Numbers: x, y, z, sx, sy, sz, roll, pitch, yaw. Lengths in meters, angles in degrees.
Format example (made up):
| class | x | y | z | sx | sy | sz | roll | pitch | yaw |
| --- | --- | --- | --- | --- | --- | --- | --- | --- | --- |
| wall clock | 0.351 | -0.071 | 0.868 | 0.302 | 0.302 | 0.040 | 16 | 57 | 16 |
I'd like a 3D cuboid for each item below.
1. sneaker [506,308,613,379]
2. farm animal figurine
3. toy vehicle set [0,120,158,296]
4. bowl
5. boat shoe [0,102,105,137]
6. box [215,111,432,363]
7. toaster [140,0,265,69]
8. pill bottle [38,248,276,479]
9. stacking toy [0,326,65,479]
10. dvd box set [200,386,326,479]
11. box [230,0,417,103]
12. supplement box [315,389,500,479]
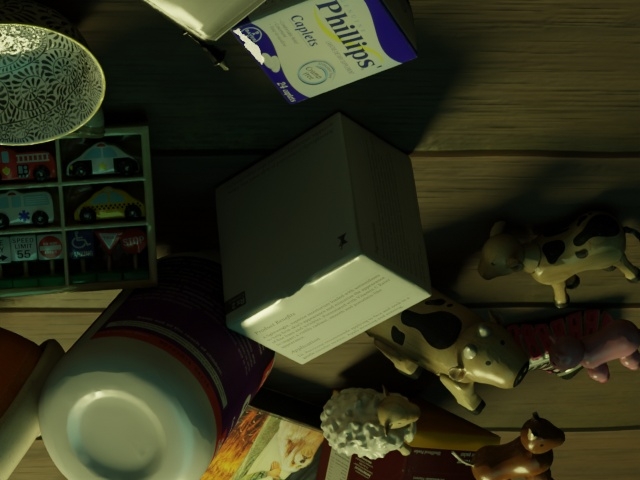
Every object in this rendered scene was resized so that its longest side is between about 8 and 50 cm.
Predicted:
| class | x | y | z | sx | sy | sz | roll | pitch | yaw |
| --- | --- | --- | --- | --- | --- | --- | --- | --- | --- |
| sneaker | 0.271 | 0.136 | 2.229 | 0.170 | 0.063 | 0.075 | -15 | 137 | 5 |
| farm animal figurine | 0.180 | 0.100 | 2.045 | 0.327 | 0.330 | 0.172 | 9 | 156 | 30 |
| toy vehicle set | -0.299 | -0.028 | 1.863 | 0.267 | 0.035 | 0.166 | -4 | 104 | -3 |
| bowl | -0.284 | -0.170 | 1.716 | 0.170 | 0.080 | 0.170 | -4 | 143 | -3 |
| boat shoe | -0.286 | -0.114 | 1.806 | 0.153 | 0.056 | 0.048 | -8 | 110 | -7 |
| box | 0.000 | 0.000 | 1.904 | 0.181 | 0.182 | 0.119 | -30 | 140 | 30 |
| toaster | -0.112 | -0.267 | 1.532 | 0.110 | 0.168 | 0.186 | -31 | 136 | 30 |
| pill bottle | -0.153 | 0.127 | 1.928 | 0.181 | 0.323 | 0.181 | 6 | 114 | 15 |
| stacking toy | -0.532 | 0.126 | 1.914 | 0.480 | 0.350 | 0.350 | 38 | 131 | -9 |
| dvd box set | -0.099 | 0.384 | 2.397 | 0.307 | 0.062 | 0.420 | 23 | 114 | -33 |
| box | 0.002 | -0.206 | 1.713 | 0.137 | 0.072 | 0.126 | -20 | 142 | 18 |
| supplement box | 0.096 | 0.300 | 2.242 | 0.129 | 0.194 | 0.191 | 7 | -173 | -30 |
